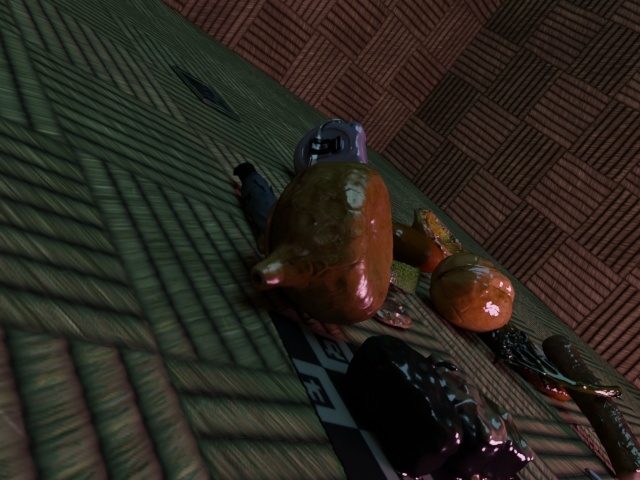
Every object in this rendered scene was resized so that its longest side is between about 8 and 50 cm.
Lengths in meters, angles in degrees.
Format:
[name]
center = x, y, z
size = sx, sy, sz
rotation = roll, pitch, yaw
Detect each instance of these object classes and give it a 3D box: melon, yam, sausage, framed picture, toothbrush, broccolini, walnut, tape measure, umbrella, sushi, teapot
[melon]
center = 0.106, 0.038, 1.153
size = 0.261, 0.053, 0.114
rotation = 24, 13, -49
[yam]
center = 0.564, 0.339, 1.237
size = 0.081, 0.081, 0.357
rotation = 32, 25, -26
[sausage]
center = 0.209, 0.017, 1.398
size = 0.238, 0.098, 0.098
rotation = 28, 18, -46
[framed picture]
center = -0.288, -0.372, 1.509
size = 0.183, 0.011, 0.142
rotation = 48, 16, 32
[toothbrush]
center = 0.514, 0.445, 0.978
size = 0.193, 0.019, 0.013
rotation = 41, 14, 16
[broccolini]
center = 0.482, 0.256, 1.232
size = 0.271, 0.062, 0.123
rotation = 20, 40, 4
[walnut]
center = 0.320, 0.113, 1.257
size = 0.206, 0.159, 0.159
rotation = 29, 17, -34
[tape measure]
center = 0.023, -0.188, 1.377
size = 0.105, 0.178, 0.196
rotation = 55, 22, -56
[umbrella]
center = -0.090, -0.059, 0.936
size = 0.053, 0.052, 0.250
rotation = 30, 17, -32
[sushi]
center = 0.151, 0.189, 0.673
size = 0.373, 0.100, 0.296
rotation = 28, 18, -38
[teapot]
center = 0.000, 0.000, 0.770
size = 0.166, 0.204, 0.311
rotation = -1, 15, 19

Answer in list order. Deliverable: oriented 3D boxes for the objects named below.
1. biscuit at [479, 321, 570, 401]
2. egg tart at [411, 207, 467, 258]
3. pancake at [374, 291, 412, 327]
[biscuit]
center = 0.470, 0.254, 1.424
size = 0.317, 0.040, 0.318
rotation = 37, 14, -11
[egg tart]
center = 0.349, 0.005, 1.803
size = 0.232, 0.098, 0.252
rotation = 49, 19, 12
[pancake]
center = 0.095, 0.096, 0.986
size = 0.139, 0.022, 0.139
rotation = 36, 14, -10
